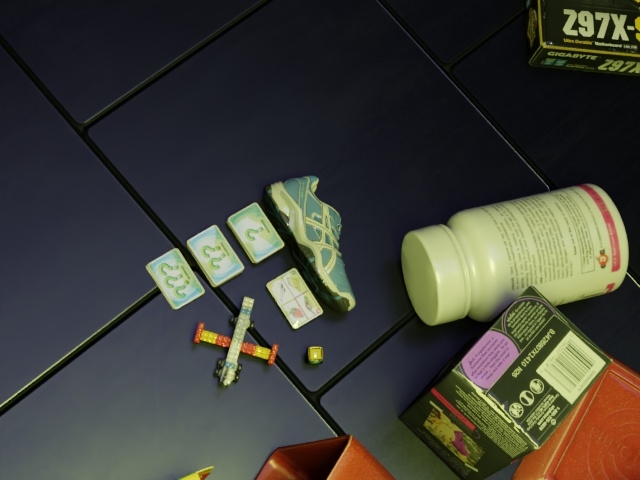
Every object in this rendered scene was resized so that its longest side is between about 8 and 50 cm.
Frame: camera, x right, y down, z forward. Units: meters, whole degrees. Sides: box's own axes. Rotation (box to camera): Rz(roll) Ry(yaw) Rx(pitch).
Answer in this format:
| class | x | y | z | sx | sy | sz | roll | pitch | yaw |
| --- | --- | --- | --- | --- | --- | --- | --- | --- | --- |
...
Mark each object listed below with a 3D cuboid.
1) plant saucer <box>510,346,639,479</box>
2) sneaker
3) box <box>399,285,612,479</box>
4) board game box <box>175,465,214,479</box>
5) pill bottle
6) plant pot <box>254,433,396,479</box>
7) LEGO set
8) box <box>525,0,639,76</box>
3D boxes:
| class | x | y | z | sx | sy | sz | roll | pitch | yaw |
| --- | --- | --- | --- | --- | --- | --- | --- | --- | --- |
| plant saucer | 0.430 | 0.305 | 1.866 | 0.258 | 0.047 | 0.259 | 33 | 68 | 1 |
| sneaker | 0.000 | 0.000 | 1.865 | 0.081 | 0.080 | 0.211 | -25 | 79 | -16 |
| box | 0.233 | 0.195 | 1.742 | 0.143 | 0.270 | 0.165 | 44 | 68 | 5 |
| board game box | -0.252 | 0.350 | 1.665 | 0.259 | 0.124 | 0.039 | -24 | 79 | -18 |
| pill bottle | 0.268 | 0.023 | 1.870 | 0.283 | 0.160 | 0.160 | -12 | 74 | -16 |
| plant pot | 0.013 | 0.421 | 1.636 | 0.236 | 0.267 | 0.267 | 38 | 67 | -11 |
| LEGO set | -0.099 | 0.085 | 1.829 | 0.182 | 0.060 | 0.244 | -30 | 80 | -16 |
| box | 0.480 | -0.388 | 2.107 | 0.322 | 0.079 | 0.257 | 4 | 72 | -10 |
